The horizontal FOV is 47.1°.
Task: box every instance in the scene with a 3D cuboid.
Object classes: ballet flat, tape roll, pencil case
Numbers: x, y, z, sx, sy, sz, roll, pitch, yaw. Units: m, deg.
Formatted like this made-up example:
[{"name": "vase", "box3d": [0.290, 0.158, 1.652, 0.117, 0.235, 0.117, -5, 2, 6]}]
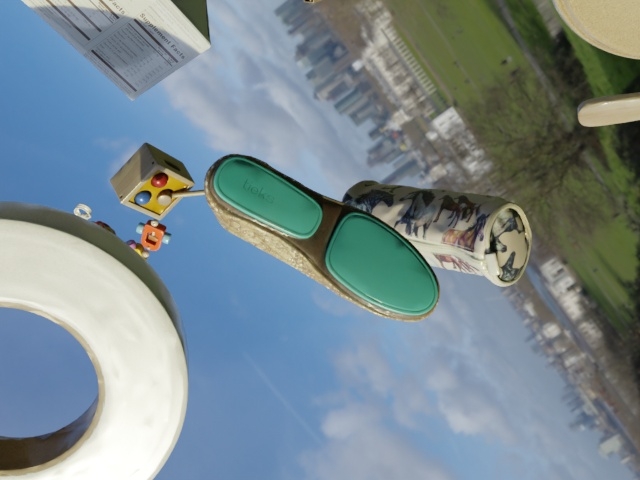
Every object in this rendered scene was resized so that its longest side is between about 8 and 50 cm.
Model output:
[{"name": "ballet flat", "box3d": [0.000, 0.000, 0.588, 0.206, 0.073, 0.067, 34, 161, -4]}, {"name": "tape roll", "box3d": [-0.340, 0.150, 0.799, 0.392, 0.392, 0.072, 51, -175, -20]}, {"name": "pencil case", "box3d": [0.220, -0.021, 1.474, 0.410, 0.183, 0.160, 13, 133, 44]}]

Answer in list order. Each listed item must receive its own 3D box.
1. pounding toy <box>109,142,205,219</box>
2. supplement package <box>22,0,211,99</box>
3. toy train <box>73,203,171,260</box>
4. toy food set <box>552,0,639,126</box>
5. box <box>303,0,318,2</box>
[{"name": "pounding toy", "box3d": [-0.312, -0.109, 1.463, 0.141, 0.130, 0.100, 29, -158, -53]}, {"name": "supplement package", "box3d": [-0.273, -0.369, 1.011, 0.204, 0.145, 0.262, 44, -155, -42]}, {"name": "toy train", "box3d": [-0.336, -0.016, 1.262, 0.166, 0.125, 0.046, 19, -141, -1]}, {"name": "toy food set", "box3d": [0.173, -0.141, 0.341, 0.192, 0.132, 0.038, 67, -155, -45]}, {"name": "box", "box3d": [0.017, -0.471, 1.156, 0.201, 0.021, 0.164, -48, -37, -58]}]
